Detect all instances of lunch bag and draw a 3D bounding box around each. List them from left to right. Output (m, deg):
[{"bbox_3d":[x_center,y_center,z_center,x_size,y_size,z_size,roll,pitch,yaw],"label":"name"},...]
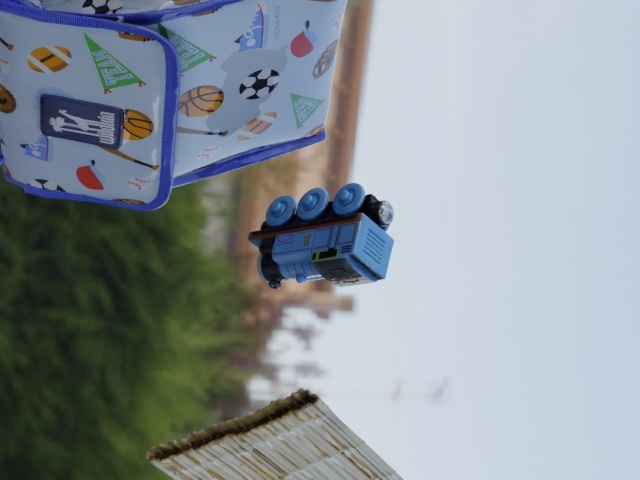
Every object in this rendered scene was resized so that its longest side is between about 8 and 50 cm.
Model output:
[{"bbox_3d":[-0.176,-0.212,1.659,0.328,0.386,0.239,102,-35,-54],"label":"lunch bag"}]

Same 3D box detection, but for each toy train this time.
[{"bbox_3d":[0.000,0.000,1.695,0.184,0.080,0.105,-9,-126,37],"label":"toy train"}]

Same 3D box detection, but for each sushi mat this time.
[{"bbox_3d":[-0.006,0.213,1.259,0.316,0.151,0.019,50,24,-52],"label":"sushi mat"}]
